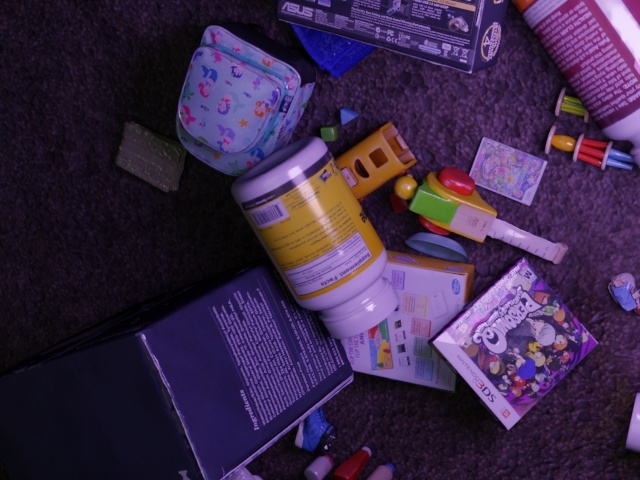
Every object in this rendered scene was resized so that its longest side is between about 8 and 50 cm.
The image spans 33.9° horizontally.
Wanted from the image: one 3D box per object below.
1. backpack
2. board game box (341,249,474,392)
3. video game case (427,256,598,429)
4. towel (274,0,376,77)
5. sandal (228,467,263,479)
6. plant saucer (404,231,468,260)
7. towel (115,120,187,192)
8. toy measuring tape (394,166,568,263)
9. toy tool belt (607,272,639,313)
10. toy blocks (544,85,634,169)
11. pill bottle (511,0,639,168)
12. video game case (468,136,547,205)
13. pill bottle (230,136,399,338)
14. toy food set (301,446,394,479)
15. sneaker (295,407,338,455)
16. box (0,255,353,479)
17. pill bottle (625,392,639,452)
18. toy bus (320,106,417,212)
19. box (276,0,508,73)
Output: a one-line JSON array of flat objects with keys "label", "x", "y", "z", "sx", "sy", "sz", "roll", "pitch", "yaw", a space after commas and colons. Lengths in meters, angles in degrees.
[{"label": "backpack", "x": -0.152, "y": -0.248, "z": 1.935, "sx": 0.225, "sy": 0.191, "sz": 0.253, "roll": 31, "pitch": 119, "yaw": 10}, {"label": "board game box", "x": 0.123, "y": 0.140, "z": 2.002, "sx": 0.316, "sy": 0.064, "sz": 0.242, "roll": 10, "pitch": 109, "yaw": 19}, {"label": "video game case", "x": 0.343, "y": 0.182, "z": 1.868, "sx": 0.232, "sy": 0.042, "sz": 0.210, "roll": -41, "pitch": 93, "yaw": -9}, {"label": "towel", "x": 0.068, "y": -0.458, "z": 1.839, "sx": 0.308, "sy": 0.076, "sz": 0.228, "roll": -35, "pitch": 92, "yaw": 26}, {"label": "sandal", "x": -0.168, "y": 0.560, "z": 2.225, "sx": 0.169, "sy": 0.102, "sz": 0.416, "roll": -20, "pitch": 113, "yaw": 9}, {"label": "plant saucer", "x": 0.214, "y": 0.009, "z": 1.911, "sx": 0.119, "sy": 0.119, "sz": 0.021, "roll": 15, "pitch": 80, "yaw": 17}, {"label": "towel", "x": -0.341, "y": -0.169, "z": 2.114, "sx": 0.148, "sy": 0.027, "sz": 0.110, "roll": 26, "pitch": 114, "yaw": 11}, {"label": "toy measuring tape", "x": 0.284, "y": -0.050, "z": 1.882, "sx": 0.330, "sy": 0.121, "sz": 0.121, "roll": 20, "pitch": 114, "yaw": -9}, {"label": "toy tool belt", "x": 0.539, "y": 0.099, "z": 1.834, "sx": 0.052, "sy": 0.051, "sz": 0.083, "roll": -34, "pitch": 92, "yaw": 26}, {"label": "toy blocks", "x": 0.467, "y": -0.185, "z": 1.775, "sx": 0.148, "sy": 0.054, "sz": 0.123, "roll": 18, "pitch": 112, "yaw": 16}, {"label": "pill bottle", "x": 0.489, "y": -0.299, "z": 1.639, "sx": 0.224, "sy": 0.224, "sz": 0.392, "roll": -34, "pitch": 91, "yaw": 26}, {"label": "video game case", "x": 0.332, "y": -0.124, "z": 1.871, "sx": 0.122, "sy": 0.011, "sz": 0.087, "roll": 23, "pitch": 112, "yaw": 13}, {"label": "pill bottle", "x": 0.000, "y": 0.000, "z": 1.859, "sx": 0.188, "sy": 0.188, "sz": 0.334, "roll": -23, "pitch": 106, "yaw": 26}, {"label": "toy food set", "x": 0.068, "y": 0.485, "z": 2.129, "sx": 0.232, "sy": 0.104, "sz": 0.111, "roll": 7, "pitch": 123, "yaw": 38}, {"label": "sneaker", "x": 0.001, "y": 0.365, "z": 2.121, "sx": 0.084, "sy": 0.058, "sz": 0.152, "roll": 18, "pitch": 113, "yaw": 19}, {"label": "box", "x": -0.282, "y": 0.265, "z": 1.932, "sx": 0.480, "sy": 0.472, "sz": 0.297, "roll": -20, "pitch": 97, "yaw": 35}, {"label": "pill bottle", "x": 0.654, "y": 0.340, "z": 1.817, "sx": 0.229, "sy": 0.131, "sz": 0.131, "roll": 12, "pitch": 110, "yaw": 18}, {"label": "toy bus", "x": 0.071, "y": -0.128, "z": 1.920, "sx": 0.191, "sy": 0.104, "sz": 0.202, "roll": 14, "pitch": 110, "yaw": 18}, {"label": "box", "x": 0.118, "y": -0.469, "z": 1.670, "sx": 0.395, "sy": 0.097, "sz": 0.318, "roll": 22, "pitch": 118, "yaw": 32}]
